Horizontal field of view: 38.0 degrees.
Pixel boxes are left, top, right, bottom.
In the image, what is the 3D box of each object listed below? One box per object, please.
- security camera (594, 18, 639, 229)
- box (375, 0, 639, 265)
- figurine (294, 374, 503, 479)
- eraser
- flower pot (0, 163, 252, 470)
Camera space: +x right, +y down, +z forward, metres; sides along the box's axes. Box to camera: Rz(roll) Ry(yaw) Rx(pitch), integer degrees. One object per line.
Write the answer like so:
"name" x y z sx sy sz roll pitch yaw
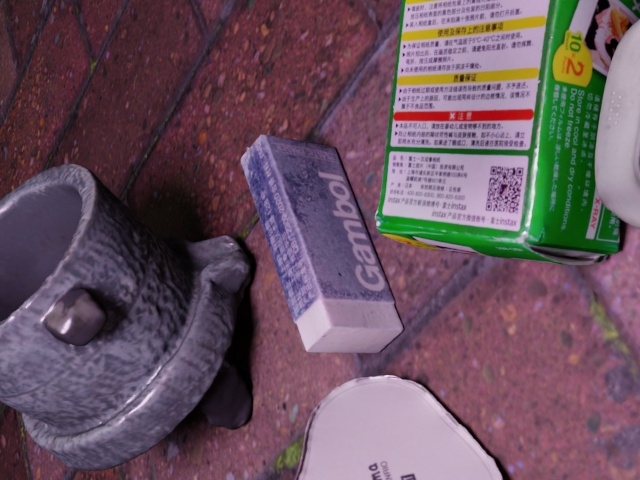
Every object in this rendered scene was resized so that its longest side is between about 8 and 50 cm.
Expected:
"security camera" 0.249 -0.146 0.550 0.157 0.080 0.302 10 90 54
"box" 0.134 -0.110 0.675 0.180 0.103 0.250 11 95 54
"figurine" 0.066 0.242 0.737 0.250 0.166 0.141 -91 -9 -52
"eraser" 0.000 0.000 0.849 0.046 0.092 0.212 -47 52 38
"flower pot" -0.218 0.085 0.986 0.299 0.283 0.299 -25 39 22
